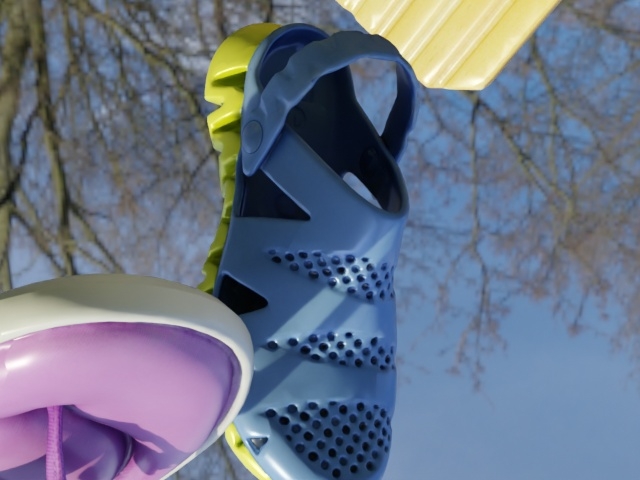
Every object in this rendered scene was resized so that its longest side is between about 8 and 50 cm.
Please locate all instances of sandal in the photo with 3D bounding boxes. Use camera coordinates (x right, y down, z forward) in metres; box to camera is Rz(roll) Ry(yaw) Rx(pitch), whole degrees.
[{"bbox_3d":[-0.153,0.149,0.586,0.169,0.416,0.102,4,-123,-35],"label":"sandal"},{"bbox_3d":[0.000,0.000,0.729,0.126,0.317,0.138,2,167,-36],"label":"sandal"}]

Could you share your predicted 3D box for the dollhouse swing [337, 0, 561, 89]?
[{"bbox_3d":[0.081,-0.302,0.983,0.347,0.305,0.315,45,-160,6],"label":"dollhouse swing"}]
